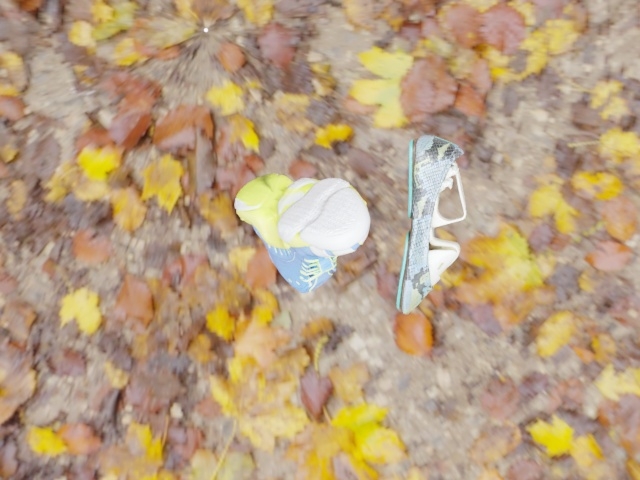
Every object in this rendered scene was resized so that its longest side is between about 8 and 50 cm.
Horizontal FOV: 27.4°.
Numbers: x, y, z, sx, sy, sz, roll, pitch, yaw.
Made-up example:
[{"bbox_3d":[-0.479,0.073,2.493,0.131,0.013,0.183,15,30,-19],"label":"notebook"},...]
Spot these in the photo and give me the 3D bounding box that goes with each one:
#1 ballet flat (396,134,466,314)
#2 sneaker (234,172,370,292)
[{"bbox_3d":[0.115,-0.012,1.339,0.070,0.070,0.188,2,106,-5],"label":"ballet flat"},{"bbox_3d":[0.000,0.000,1.399,0.091,0.240,0.126,-36,116,-14],"label":"sneaker"}]
